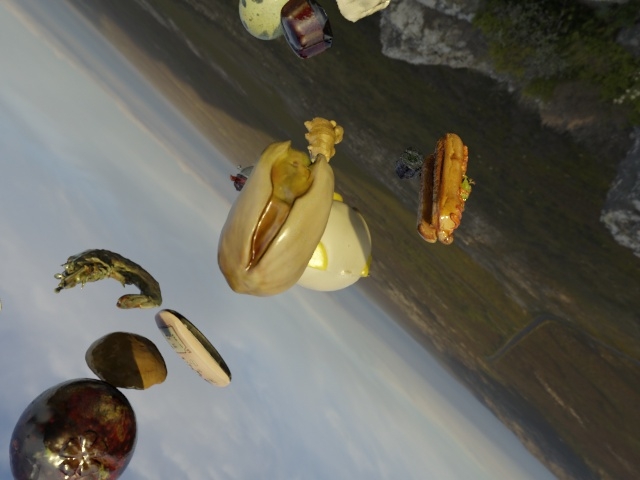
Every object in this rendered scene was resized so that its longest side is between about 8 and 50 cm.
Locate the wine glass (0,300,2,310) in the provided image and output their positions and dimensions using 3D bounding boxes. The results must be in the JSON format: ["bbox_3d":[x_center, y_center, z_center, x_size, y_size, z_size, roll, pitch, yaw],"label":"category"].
[{"bbox_3d":[-1.065,0.210,1.413,0.103,0.103,0.222,43,-161,3],"label":"wine glass"}]

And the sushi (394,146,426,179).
[{"bbox_3d":[0.309,-0.256,1.638,0.098,0.094,0.084,59,159,19],"label":"sushi"}]

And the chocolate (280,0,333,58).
[{"bbox_3d":[-0.040,-0.443,0.998,0.125,0.080,0.149,55,180,-2],"label":"chocolate"}]

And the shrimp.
[{"bbox_3d":[-0.534,0.106,1.234,0.246,0.085,0.360,35,-174,8],"label":"shrimp"}]

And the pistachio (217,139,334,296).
[{"bbox_3d":[-0.077,-0.031,0.860,0.166,0.288,0.197,28,176,-3],"label":"pistachio"}]

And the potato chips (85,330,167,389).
[{"bbox_3d":[-0.464,0.277,1.174,0.195,0.062,0.208,15,-160,-22],"label":"potato chips"}]

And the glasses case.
[{"bbox_3d":[-0.382,0.327,1.457,0.122,0.075,0.315,-13,119,43],"label":"glasses case"}]

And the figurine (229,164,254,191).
[{"bbox_3d":[-0.235,-0.215,1.835,0.225,0.160,0.183,11,-158,-13],"label":"figurine"}]

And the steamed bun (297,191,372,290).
[{"bbox_3d":[-0.003,0.006,1.575,0.373,0.334,0.334,8,-156,-44],"label":"steamed bun"}]

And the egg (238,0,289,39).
[{"bbox_3d":[-0.156,-0.738,1.501,0.177,0.177,0.228,43,136,-6],"label":"egg"}]

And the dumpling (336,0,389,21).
[{"bbox_3d":[0.093,-0.472,0.872,0.108,0.188,0.127,22,148,35],"label":"dumpling"}]

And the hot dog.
[{"bbox_3d":[0.349,-0.143,1.335,0.116,0.349,0.158,19,141,-8],"label":"hot dog"}]

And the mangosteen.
[{"bbox_3d":[-0.506,0.399,0.975,0.289,0.232,0.231,-18,127,45],"label":"mangosteen"}]

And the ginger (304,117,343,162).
[{"bbox_3d":[0.003,-0.305,1.452,0.081,0.206,0.115,-10,130,33],"label":"ginger"}]
